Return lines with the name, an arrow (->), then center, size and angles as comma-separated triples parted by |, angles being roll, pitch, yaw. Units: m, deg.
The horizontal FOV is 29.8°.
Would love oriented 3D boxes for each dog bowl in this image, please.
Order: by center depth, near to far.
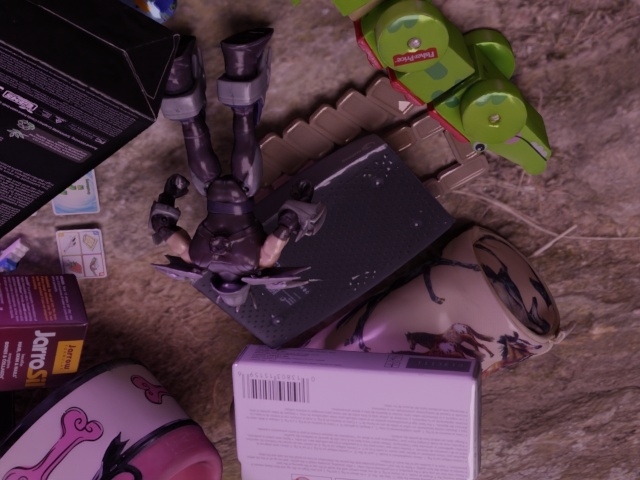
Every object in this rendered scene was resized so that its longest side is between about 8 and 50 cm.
dog bowl -> -0.271, 0.344, 1.381 | 0.150, 0.408, 0.408 | 31, 133, 16

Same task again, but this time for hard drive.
hard drive -> 0.000, 0.000, 1.296 | 0.254, 0.054, 0.172 | -36, 133, 12

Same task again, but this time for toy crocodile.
toy crocodile -> 0.110, -0.173, 1.166 | 0.105, 0.115, 0.340 | -34, 130, 26

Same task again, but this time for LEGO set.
LEGO set -> -0.323, 0.016, 1.286 | 0.182, 0.060, 0.244 | -3, 135, -6

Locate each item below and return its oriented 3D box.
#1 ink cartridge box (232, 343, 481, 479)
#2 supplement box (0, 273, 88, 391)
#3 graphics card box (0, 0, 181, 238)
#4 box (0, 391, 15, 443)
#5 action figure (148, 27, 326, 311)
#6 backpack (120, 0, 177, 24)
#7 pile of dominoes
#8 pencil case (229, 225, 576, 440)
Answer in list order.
ink cartridge box -> 0.043, 0.245, 1.364 | 0.275, 0.060, 0.239 | 3, 109, 13
supplement box -> -0.352, 0.100, 1.278 | 0.188, 0.081, 0.104 | -1, 131, -24
graphics card box -> -0.309, -0.119, 1.015 | 0.232, 0.094, 0.371 | 27, 150, -26
box -> -0.519, 0.308, 1.432 | 0.294, 0.183, 0.296 | 3, 132, -17
action figure -> -0.088, -0.058, 1.181 | 0.185, 0.099, 0.285 | 0, 112, 7
backpack -> -0.220, -0.243, 1.013 | 0.158, 0.117, 0.173 | -29, 133, 15
pile of dominoes -> 0.039, -0.090, 1.299 | 0.251, 0.040, 0.196 | -29, 134, 3
pencil case -> 0.093, 0.154, 1.440 | 0.410, 0.160, 0.183 | -37, 97, 22
